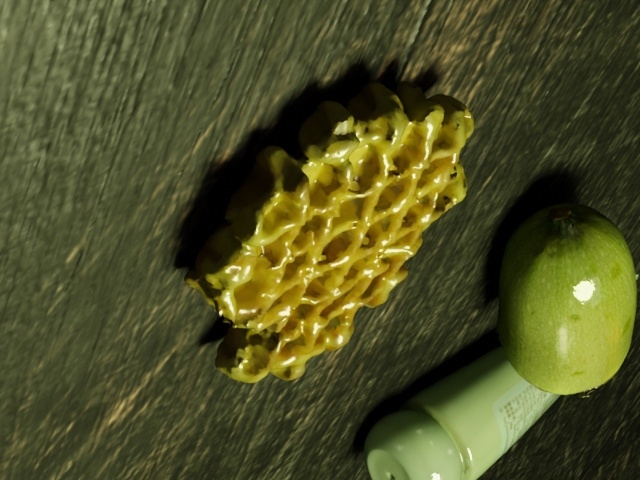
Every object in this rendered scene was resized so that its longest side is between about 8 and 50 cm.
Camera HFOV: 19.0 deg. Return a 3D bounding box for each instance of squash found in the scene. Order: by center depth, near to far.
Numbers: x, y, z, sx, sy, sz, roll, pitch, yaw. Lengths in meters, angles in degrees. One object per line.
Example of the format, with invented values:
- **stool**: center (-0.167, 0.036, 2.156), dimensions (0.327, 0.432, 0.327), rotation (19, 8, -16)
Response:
- **squash**: center (0.204, 0.034, 1.570), dimensions (0.123, 0.123, 0.186), rotation (-36, 152, -17)

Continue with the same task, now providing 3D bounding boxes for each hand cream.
- **hand cream**: center (0.170, 0.138, 1.731), dimensions (0.306, 0.093, 0.147), rotation (-30, 156, -33)

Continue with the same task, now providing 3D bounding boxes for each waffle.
- **waffle**: center (-0.001, -0.001, 1.244), dimensions (0.249, 0.056, 0.253), rotation (-50, 159, 16)
